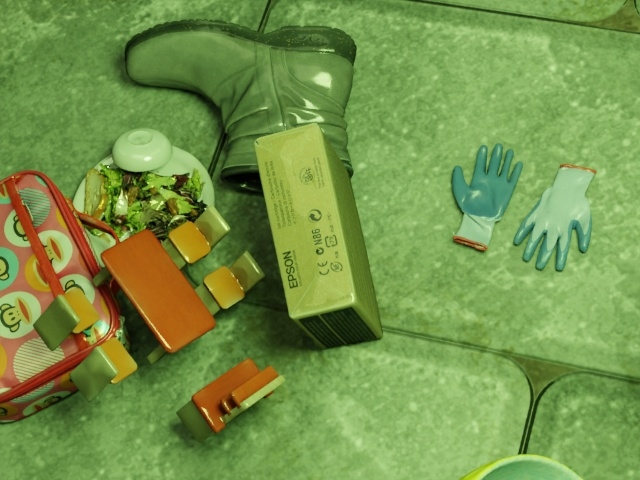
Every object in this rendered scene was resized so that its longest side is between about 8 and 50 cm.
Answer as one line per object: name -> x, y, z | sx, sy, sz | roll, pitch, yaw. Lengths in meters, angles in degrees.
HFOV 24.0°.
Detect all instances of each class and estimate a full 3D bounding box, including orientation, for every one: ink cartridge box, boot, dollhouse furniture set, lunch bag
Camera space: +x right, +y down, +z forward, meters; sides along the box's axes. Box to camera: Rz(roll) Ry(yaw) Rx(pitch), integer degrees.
ink cartridge box -> 0.000, 0.000, 1.858 | 0.088, 0.193, 0.234 | -15, 71, 7
boot -> -0.118, -0.177, 2.038 | 0.338, 0.118, 0.222 | 0, 69, 15
dollhouse furniture set -> -0.166, 0.104, 1.833 | 0.262, 0.135, 0.259 | -33, 84, -38
lunch bag -> -0.374, 0.063, 1.955 | 0.258, 0.120, 0.293 | -28, 67, -5

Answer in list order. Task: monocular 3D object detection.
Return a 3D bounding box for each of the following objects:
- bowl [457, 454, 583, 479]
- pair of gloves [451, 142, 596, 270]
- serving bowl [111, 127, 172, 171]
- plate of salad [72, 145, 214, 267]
bowl -> 0.184, 0.385, 1.650 | 0.156, 0.289, 0.289 | -18, 51, 50
pair of gloves -> 0.258, -0.045, 1.951 | 0.198, 0.023, 0.159 | 14, 65, 16
serving bowl -> -0.243, -0.128, 2.045 | 0.083, 0.027, 0.083 | -1, 40, 1
plate of salad -> -0.242, -0.049, 2.027 | 0.200, 0.048, 0.199 | -4, 62, 8
